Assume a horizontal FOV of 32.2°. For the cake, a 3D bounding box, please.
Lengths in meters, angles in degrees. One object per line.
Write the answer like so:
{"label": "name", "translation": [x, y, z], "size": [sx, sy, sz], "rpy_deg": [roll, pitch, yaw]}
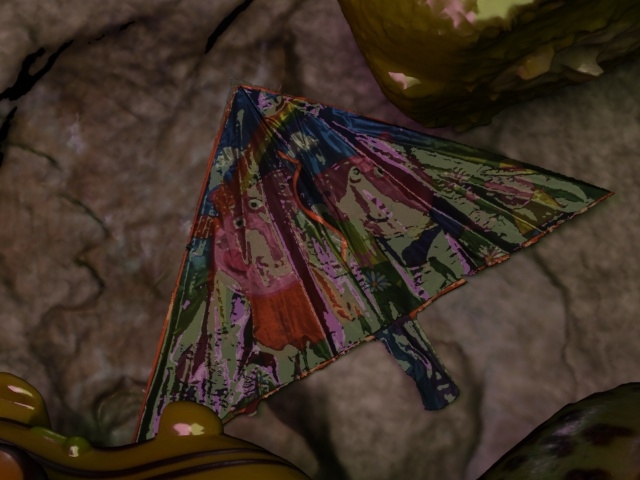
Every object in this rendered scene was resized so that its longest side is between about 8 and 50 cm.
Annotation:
{"label": "cake", "translation": [0.134, -0.161, 0.597], "size": [0.260, 0.179, 0.156], "rpy_deg": [-22, 74, -3]}

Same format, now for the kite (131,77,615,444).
{"label": "kite", "translation": [0.000, 0.000, 0.635], "size": [0.321, 0.016, 0.234], "rpy_deg": [-30, 76, -8]}

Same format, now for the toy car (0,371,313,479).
{"label": "toy car", "translation": [-0.082, 0.153, 0.516], "size": [0.247, 0.200, 0.142], "rpy_deg": [16, 46, 13]}

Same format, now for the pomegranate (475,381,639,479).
{"label": "pomegranate", "translation": [0.157, 0.164, 0.458], "size": [0.254, 0.271, 0.254], "rpy_deg": [-6, 37, 5]}
